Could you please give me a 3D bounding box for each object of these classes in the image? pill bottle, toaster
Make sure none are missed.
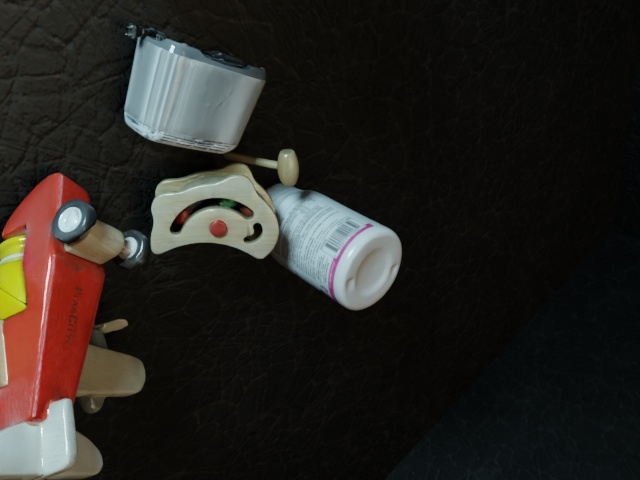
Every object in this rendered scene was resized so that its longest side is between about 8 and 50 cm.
[{"bbox_3d":[0.000,0.000,1.110,0.160,0.283,0.160,-24,129,-34],"label":"pill bottle"},{"bbox_3d":[-0.199,-0.223,0.892,0.227,0.129,0.147,2,114,-48],"label":"toaster"}]

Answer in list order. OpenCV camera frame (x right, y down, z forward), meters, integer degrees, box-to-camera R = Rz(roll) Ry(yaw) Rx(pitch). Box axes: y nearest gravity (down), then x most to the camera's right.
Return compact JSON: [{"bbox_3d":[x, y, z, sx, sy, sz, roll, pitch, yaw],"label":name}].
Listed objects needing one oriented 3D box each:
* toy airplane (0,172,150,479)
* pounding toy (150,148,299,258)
[{"bbox_3d":[-0.408,0.143,0.793,0.384,0.272,0.386,-56,138,-58],"label":"toy airplane"},{"bbox_3d":[-0.159,-0.058,1.023,0.269,0.155,0.154,-14,117,-3],"label":"pounding toy"}]
